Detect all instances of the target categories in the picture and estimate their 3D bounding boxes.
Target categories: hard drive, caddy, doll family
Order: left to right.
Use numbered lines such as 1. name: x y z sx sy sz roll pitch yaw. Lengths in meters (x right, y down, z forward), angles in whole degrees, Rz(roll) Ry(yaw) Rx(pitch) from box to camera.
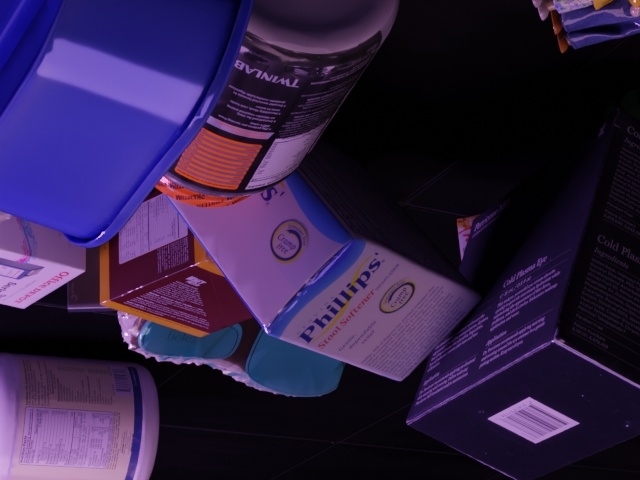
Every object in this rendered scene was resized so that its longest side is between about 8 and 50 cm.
1. caddy: -0.165 -0.148 1.121 0.179 0.241 0.341 18 138 -28
2. hard drive: -0.281 0.051 1.967 0.135 0.094 0.022 -2 156 -7
3. doll family: 0.301 -0.241 1.392 0.163 0.118 0.263 -14 154 19

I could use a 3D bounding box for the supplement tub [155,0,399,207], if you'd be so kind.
1. supplement tub: -0.073 -0.175 1.368 0.207 0.207 0.338 5 155 -19

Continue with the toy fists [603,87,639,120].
1. toy fists: 0.391 -0.106 1.743 0.142 0.096 0.279 -7 155 -14

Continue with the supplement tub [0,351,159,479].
1. supplement tub: -0.447 0.304 2.328 0.324 0.235 0.235 7 153 -23

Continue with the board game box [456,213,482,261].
1. board game box: 0.237 0.080 2.001 0.045 0.194 0.147 -11 155 15

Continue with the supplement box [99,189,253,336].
1. supplement box: -0.155 0.022 1.882 0.194 0.129 0.191 -22 150 34

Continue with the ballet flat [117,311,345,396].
1. ballet flat: -0.134 0.126 2.136 0.409 0.147 0.147 21 145 -40

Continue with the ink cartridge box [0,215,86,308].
1. ink cartridge box: -0.430 0.004 1.842 0.212 0.093 0.154 17 148 -42

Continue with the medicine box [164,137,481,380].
1. medicine box: 0.000 0.000 1.646 0.149 0.263 0.289 -49 144 13

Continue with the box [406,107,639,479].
1. box: 0.290 0.075 1.662 0.179 0.313 0.343 28 150 -12

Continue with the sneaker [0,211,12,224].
1. sneaker: -0.420 -0.033 1.692 0.232 0.115 0.090 -3 -176 -31
